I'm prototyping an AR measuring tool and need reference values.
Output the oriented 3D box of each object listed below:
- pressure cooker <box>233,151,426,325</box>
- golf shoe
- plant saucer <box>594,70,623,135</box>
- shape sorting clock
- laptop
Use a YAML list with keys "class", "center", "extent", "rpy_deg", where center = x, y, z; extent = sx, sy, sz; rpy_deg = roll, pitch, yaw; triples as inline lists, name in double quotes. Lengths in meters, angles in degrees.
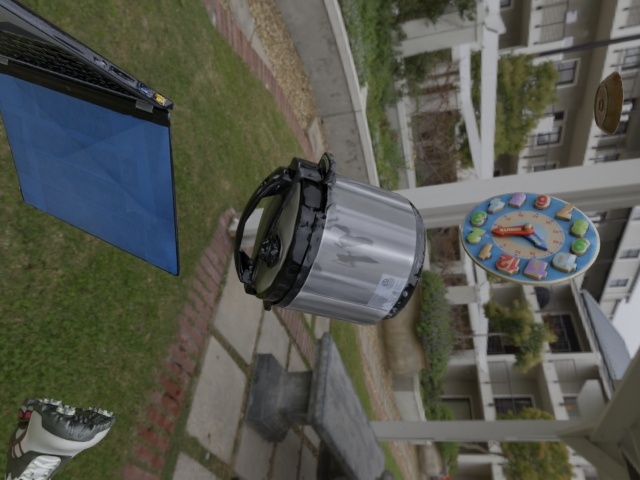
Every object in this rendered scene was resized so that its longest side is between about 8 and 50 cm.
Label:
- class: "pressure cooker"
  center: [0.002, 0.002, 1.115]
  extent: [0.375, 0.420, 0.370]
  rpy_deg: [157, -56, -64]
- class: "golf shoe"
  center: [-0.372, 0.288, 0.625]
  extent: [0.105, 0.273, 0.120]
  rpy_deg: [28, 57, -29]
- class: "plant saucer"
  center: [0.386, -0.184, 0.601]
  extent: [0.083, 0.015, 0.083]
  rpy_deg: [-1, 90, -73]
- class: "shape sorting clock"
  center: [0.335, -0.011, 0.723]
  extent: [0.040, 0.206, 0.206]
  rpy_deg: [71, 19, -47]
- class: "laptop"
  center: [-0.408, -0.140, 0.576]
  extent: [0.236, 0.381, 0.408]
  rpy_deg: [-69, 160, 0]
